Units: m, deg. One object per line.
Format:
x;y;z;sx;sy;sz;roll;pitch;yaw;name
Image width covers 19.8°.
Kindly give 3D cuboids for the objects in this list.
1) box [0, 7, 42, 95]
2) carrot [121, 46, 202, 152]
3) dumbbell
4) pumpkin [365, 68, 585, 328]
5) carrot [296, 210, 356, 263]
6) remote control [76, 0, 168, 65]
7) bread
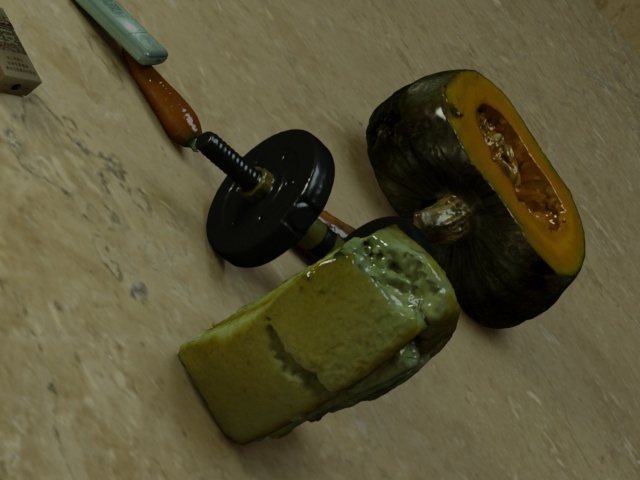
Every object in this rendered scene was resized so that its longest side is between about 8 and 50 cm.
-0.279;-0.166;1.581;0.083;0.024;0.053;61;23;15;box
-0.156;-0.142;1.793;0.142;0.035;0.035;54;21;13;carrot
0.000;0.000;1.743;0.325;0.143;0.143;40;25;-31;dumbbell
0.182;-0.045;2.158;0.317;0.139;0.222;59;33;-7;pumpkin
-0.011;-0.012;1.873;0.161;0.055;0.055;35;27;-24;carrot
-0.202;-0.217;1.799;0.124;0.018;0.053;44;20;10;remote control
0.005;0.082;1.511;0.186;0.257;0.124;-25;84;-32;bread
